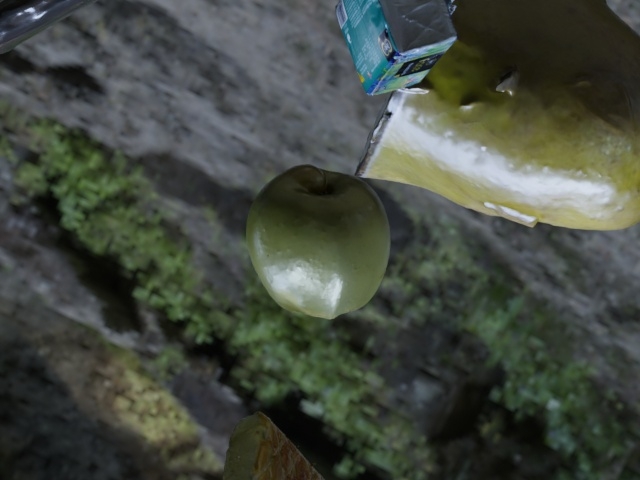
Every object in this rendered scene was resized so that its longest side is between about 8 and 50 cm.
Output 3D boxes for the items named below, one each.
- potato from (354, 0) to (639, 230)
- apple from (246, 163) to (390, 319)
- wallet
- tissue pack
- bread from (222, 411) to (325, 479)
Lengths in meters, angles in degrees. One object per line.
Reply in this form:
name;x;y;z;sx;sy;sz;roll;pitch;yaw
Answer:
potato;0.216;-0.137;1.529;0.296;0.290;0.397;26;-172;1
apple;0.000;0.000;1.886;0.200;0.200;0.200;26;-175;-2
wallet;-0.143;-0.239;1.223;0.042;0.309;0.165;59;176;-9
tissue pack;0.068;-0.175;1.168;0.079;0.085;0.111;-18;172;-14
bread;-0.055;0.331;1.962;0.188;0.068;0.125;54;-152;-36
